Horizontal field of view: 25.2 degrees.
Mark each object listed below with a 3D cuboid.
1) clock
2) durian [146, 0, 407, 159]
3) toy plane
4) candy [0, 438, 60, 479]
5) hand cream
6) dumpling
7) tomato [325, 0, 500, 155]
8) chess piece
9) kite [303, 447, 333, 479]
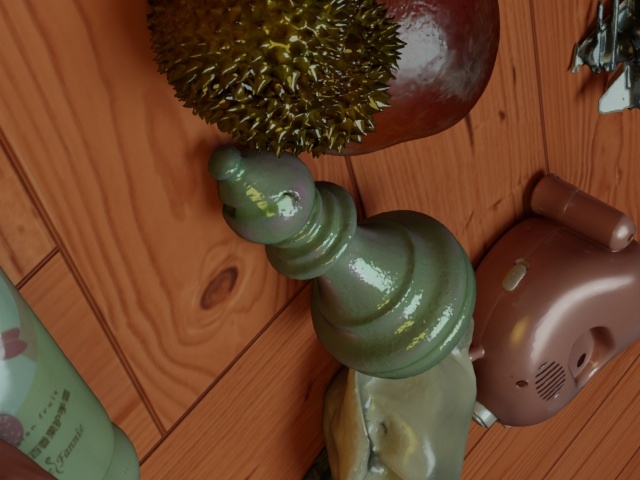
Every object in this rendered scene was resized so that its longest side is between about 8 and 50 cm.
[{"bbox_3d":[0.233,0.092,1.463,0.241,0.142,0.227,-50,148,-11],"label":"clock"},{"bbox_3d":[-0.028,-0.116,0.872,0.158,0.168,0.137,45,69,-41],"label":"durian"},{"bbox_3d":[0.318,-0.218,1.387,0.160,0.082,0.234,-11,128,-20],"label":"toy plane"},{"bbox_3d":[-0.227,0.219,0.780,0.255,0.094,0.255,-30,133,-37],"label":"candy"},{"bbox_3d":[-0.210,0.086,0.862,0.147,0.093,0.306,-50,139,-15],"label":"hand cream"},{"bbox_3d":[0.067,0.169,1.279,0.162,0.132,0.250,-9,118,-46],"label":"dumpling"},{"bbox_3d":[0.065,-0.155,1.034,0.228,0.112,0.199,-42,143,-33],"label":"tomato"},{"bbox_3d":[0.000,0.000,1.074,0.272,0.139,0.139,37,83,-48],"label":"chess piece"},{"bbox_3d":[0.040,0.246,1.426,0.314,0.011,0.335,-25,135,-45],"label":"kite"}]
